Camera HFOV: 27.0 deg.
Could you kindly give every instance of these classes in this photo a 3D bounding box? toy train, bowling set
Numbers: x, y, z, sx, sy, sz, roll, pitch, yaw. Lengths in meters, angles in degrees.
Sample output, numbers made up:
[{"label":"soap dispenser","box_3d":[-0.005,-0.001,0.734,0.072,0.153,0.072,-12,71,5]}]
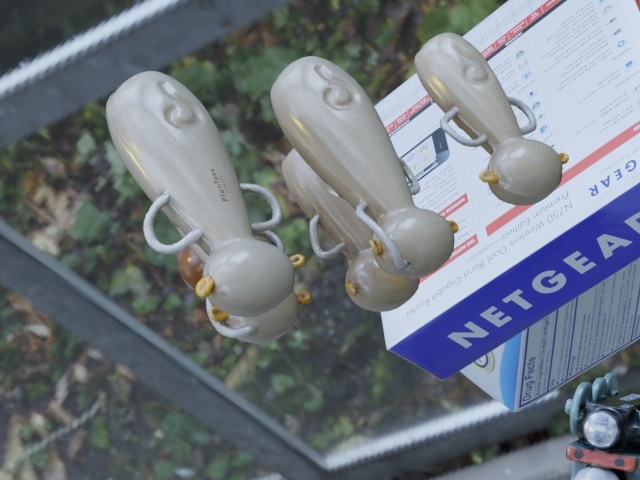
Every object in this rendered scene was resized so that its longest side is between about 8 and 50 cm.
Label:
[{"label":"toy train","box_3d":[0.433,0.295,1.888,0.142,0.334,0.190,6,91,24]},{"label":"bowling set","box_3d":[0.000,0.000,0.804,0.154,0.287,0.200,58,144,26]}]

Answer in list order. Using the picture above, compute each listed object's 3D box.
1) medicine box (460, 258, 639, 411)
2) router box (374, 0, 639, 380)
[{"label":"medicine box","box_3d":[0.286,0.009,1.541,0.289,0.263,0.149,-25,44,-28]},{"label":"router box","box_3d":[0.187,-0.080,1.234,0.335,0.082,0.301,-36,41,29]}]
